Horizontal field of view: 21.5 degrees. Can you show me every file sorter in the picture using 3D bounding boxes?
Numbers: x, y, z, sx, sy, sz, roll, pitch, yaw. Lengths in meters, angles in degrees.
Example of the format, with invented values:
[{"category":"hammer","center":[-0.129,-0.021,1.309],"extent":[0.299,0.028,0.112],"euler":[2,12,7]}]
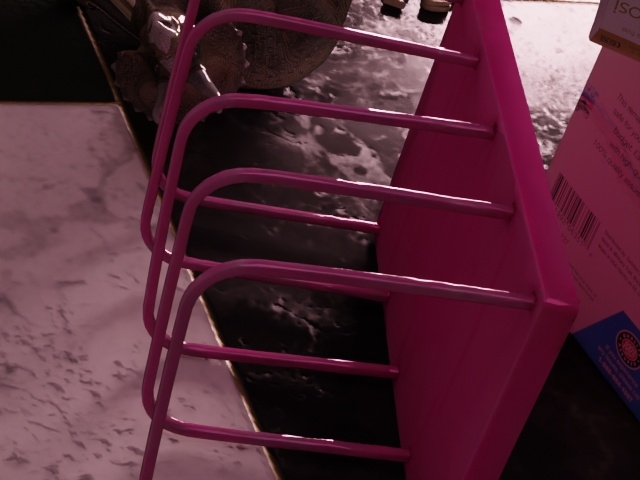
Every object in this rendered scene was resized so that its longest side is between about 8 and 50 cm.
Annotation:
[{"category":"file sorter","center":[0.000,0.000,0.924],"extent":[0.182,0.202,0.290],"euler":[9,39,-12]}]

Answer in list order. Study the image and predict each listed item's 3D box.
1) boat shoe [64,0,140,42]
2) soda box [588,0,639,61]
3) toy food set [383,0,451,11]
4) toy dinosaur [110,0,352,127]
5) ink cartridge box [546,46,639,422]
[{"category":"boat shoe","center":[-0.168,-0.193,1.213],"extent":[0.152,0.049,0.056],"euler":[47,32,6]},{"category":"soda box","center":[0.227,-0.173,0.965],"extent":[0.074,0.069,0.216],"euler":[25,41,14]},{"category":"toy food set","center":[0.088,-0.225,1.388],"extent":[0.078,0.019,0.122],"euler":[12,38,-10]},{"category":"toy dinosaur","center":[-0.058,-0.163,1.184],"extent":[0.313,0.121,0.160],"euler":[-19,89,-53]},{"category":"ink cartridge box","center":[0.262,-0.031,1.051],"extent":[0.168,0.232,0.171],"euler":[-6,45,-29]}]
